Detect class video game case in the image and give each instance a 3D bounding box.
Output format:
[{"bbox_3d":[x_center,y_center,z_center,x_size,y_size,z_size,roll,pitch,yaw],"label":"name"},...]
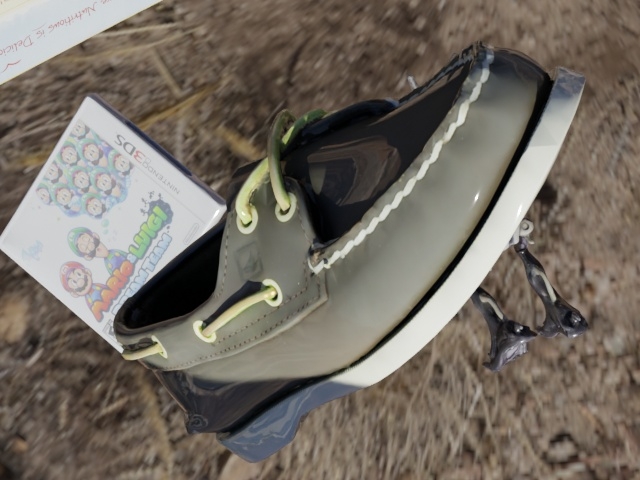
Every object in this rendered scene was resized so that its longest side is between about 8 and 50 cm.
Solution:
[{"bbox_3d":[-0.167,-0.012,1.378,0.143,0.019,0.157,39,113,11],"label":"video game case"}]

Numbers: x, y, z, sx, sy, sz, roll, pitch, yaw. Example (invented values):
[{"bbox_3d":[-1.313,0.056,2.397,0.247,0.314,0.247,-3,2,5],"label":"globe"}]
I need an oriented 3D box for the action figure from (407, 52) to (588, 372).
[{"bbox_3d":[0.131,-0.025,1.558,0.164,0.141,0.275,-28,99,-28],"label":"action figure"}]

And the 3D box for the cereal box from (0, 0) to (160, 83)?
[{"bbox_3d":[-0.157,-0.219,1.007,0.173,0.047,0.240,-30,143,-22],"label":"cereal box"}]

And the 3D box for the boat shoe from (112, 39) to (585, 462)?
[{"bbox_3d":[-0.002,0.003,0.702,0.091,0.109,0.305,35,146,-7],"label":"boat shoe"}]
